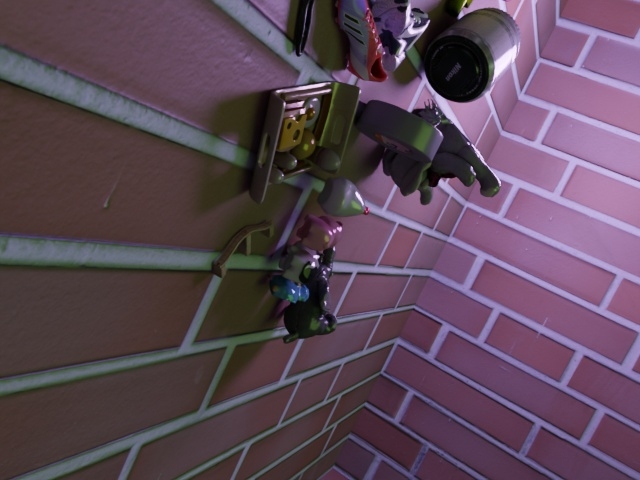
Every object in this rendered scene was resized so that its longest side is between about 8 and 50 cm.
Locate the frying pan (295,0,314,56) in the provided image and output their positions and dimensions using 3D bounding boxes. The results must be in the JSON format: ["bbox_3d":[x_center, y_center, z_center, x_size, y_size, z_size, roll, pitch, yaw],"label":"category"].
[{"bbox_3d":[-0.014,-0.493,0.971,0.197,0.053,0.325,-7,119,-63],"label":"frying pan"}]

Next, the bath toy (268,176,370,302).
[{"bbox_3d":[0.000,0.000,1.402,0.348,0.129,0.151,-58,-156,23],"label":"bath toy"}]

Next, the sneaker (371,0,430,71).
[{"bbox_3d":[0.194,-0.528,1.320,0.153,0.094,0.235,-54,157,-22],"label":"sneaker"}]

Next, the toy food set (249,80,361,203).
[{"bbox_3d":[-0.024,-0.213,1.206,0.306,0.093,0.219,-30,143,-54],"label":"toy food set"}]

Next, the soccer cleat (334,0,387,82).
[{"bbox_3d":[0.095,-0.437,1.202,0.083,0.095,0.248,-55,157,-18],"label":"soccer cleat"}]

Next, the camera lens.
[{"bbox_3d":[0.457,-0.557,1.693,0.274,0.220,0.219,-44,152,-37],"label":"camera lens"}]

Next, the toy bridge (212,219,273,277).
[{"bbox_3d":[-0.166,0.004,1.239,0.188,0.026,0.063,-43,150,-40],"label":"toy bridge"}]

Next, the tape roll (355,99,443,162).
[{"bbox_3d":[0.204,-0.281,1.460,0.072,0.219,0.219,-63,158,2],"label":"tape roll"}]

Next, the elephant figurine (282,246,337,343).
[{"bbox_3d":[-0.029,0.142,1.580,0.170,0.186,0.239,2,109,-19],"label":"elephant figurine"}]

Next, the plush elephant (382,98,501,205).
[{"bbox_3d":[0.327,-0.218,1.669,0.255,0.330,0.271,-40,-152,20],"label":"plush elephant"}]

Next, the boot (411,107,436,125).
[{"bbox_3d":[0.308,-0.356,1.814,0.219,0.082,0.106,-25,149,-42],"label":"boot"}]

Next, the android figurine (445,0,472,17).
[{"bbox_3d":[0.432,-0.783,1.595,0.272,0.056,0.248,-62,158,0],"label":"android figurine"}]
